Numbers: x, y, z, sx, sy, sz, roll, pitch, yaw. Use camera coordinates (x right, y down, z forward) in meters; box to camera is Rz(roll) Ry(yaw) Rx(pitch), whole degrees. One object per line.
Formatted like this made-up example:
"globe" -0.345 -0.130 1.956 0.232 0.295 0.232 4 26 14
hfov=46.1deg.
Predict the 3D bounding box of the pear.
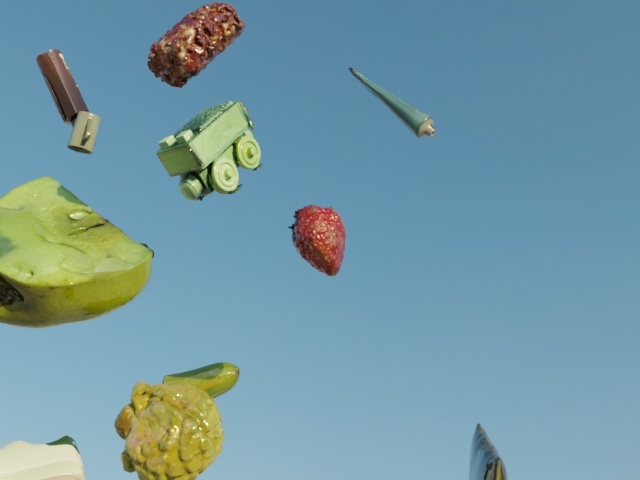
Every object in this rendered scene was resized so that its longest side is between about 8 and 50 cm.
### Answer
"pear" -0.561 0.063 1.516 0.342 0.318 0.239 34 -52 21

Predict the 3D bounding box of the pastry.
"pastry" -0.226 -0.368 1.388 0.115 0.208 0.097 -2 -51 46

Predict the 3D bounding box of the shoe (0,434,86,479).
"shoe" -0.509 0.379 1.196 0.264 0.110 0.095 -4 -57 -14

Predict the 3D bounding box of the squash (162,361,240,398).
"squash" -0.287 0.357 1.866 0.187 0.095 0.095 -17 -35 6

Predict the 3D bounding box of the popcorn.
"popcorn" -0.336 0.437 1.707 0.259 0.259 0.212 -13 -38 24

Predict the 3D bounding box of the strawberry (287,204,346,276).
"strawberry" 0.003 -0.006 1.568 0.131 0.148 0.131 -30 -35 -24

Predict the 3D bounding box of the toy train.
"toy train" -0.269 -0.219 1.871 0.159 0.272 0.188 -7 -58 39

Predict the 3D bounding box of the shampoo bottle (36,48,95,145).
"shampoo bottle" -0.593 -0.329 1.769 0.067 0.237 0.068 -26 -3 16

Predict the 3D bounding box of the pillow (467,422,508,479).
"pillow" 0.246 0.399 1.117 0.052 0.208 0.212 4 0 5

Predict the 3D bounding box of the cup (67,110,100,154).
"cup" -0.515 -0.237 1.632 0.054 0.083 0.075 13 -9 -1

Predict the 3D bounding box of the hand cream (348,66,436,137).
"hand cream" 0.145 -0.275 1.509 0.048 0.224 0.083 -50 -28 6
